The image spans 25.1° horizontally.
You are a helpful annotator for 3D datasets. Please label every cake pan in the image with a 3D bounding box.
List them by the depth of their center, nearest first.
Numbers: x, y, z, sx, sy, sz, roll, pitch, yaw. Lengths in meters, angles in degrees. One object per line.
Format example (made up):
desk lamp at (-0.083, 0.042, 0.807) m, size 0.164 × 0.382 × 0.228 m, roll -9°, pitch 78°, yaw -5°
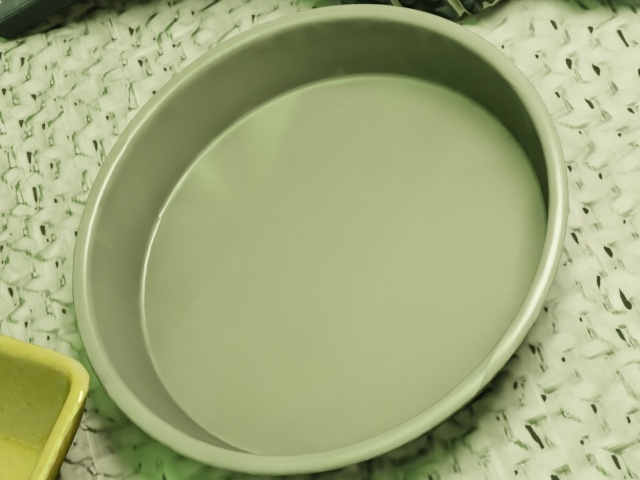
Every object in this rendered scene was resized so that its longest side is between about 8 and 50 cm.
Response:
cake pan at (0.000, 0.000, 0.822) m, size 0.293 × 0.054 × 0.293 m, roll -9°, pitch 61°, yaw 17°

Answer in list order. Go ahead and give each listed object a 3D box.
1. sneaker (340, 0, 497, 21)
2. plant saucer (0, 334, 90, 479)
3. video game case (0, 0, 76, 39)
sneaker at (0.110, -0.211, 0.880) m, size 0.283 × 0.110 × 0.122 m, roll 1°, pitch 46°, yaw 20°
plant saucer at (-0.313, 0.193, 0.827) m, size 0.333 × 0.081 × 0.333 m, roll 14°, pitch 69°, yaw 26°
video game case at (-0.124, -0.270, 0.970) m, size 0.274 × 0.026 × 0.196 m, roll -21°, pitch 58°, yaw 36°
